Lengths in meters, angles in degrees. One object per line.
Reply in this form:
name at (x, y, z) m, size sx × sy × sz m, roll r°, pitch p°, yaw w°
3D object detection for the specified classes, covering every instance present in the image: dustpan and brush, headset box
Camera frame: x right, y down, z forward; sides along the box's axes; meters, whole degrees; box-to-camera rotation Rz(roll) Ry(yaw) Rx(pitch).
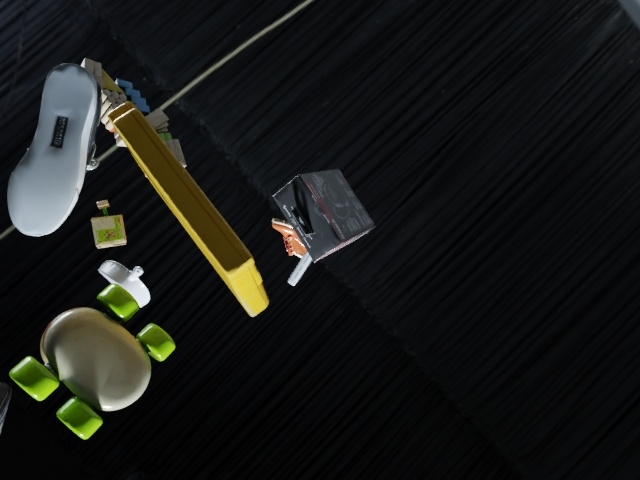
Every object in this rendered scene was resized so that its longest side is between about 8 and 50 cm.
dustpan and brush at (-0.457, 0.093, 1.086) m, size 0.147 × 0.060 × 0.211 m, roll 46°, pitch 157°, yaw -13°
headset box at (0.004, -0.022, 0.368) m, size 0.062 × 0.032 × 0.083 m, roll 57°, pitch -150°, yaw 4°

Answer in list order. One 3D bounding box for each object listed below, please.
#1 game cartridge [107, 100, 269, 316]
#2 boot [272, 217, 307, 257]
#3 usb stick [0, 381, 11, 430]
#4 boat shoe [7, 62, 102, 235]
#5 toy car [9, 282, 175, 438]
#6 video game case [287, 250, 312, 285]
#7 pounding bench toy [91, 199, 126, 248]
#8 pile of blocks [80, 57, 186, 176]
game cartridge at (-0.184, -0.027, 0.701) m, size 0.285 × 0.052 × 0.324 m, roll 51°, pitch 165°, yaw 11°
boot at (-0.083, -0.004, 1.286) m, size 0.157 × 0.085 × 0.059 m, roll 31°, pitch 179°, yaw -29°
usb stick at (-0.567, 0.334, 0.761) m, size 0.045 × 0.278 × 0.077 m, roll 27°, pitch -147°, yaw -13°
boat shoe at (-0.469, -0.158, 0.824) m, size 0.113 × 0.307 × 0.105 m, roll 10°, pitch 180°, yaw -8°
toy car at (-0.328, 0.156, 0.635) m, size 0.188 × 0.155 × 0.149 m, roll -5°, pitch 125°, yaw 49°
video game case at (0.000, 0.000, 1.036) m, size 0.022 × 0.173 × 0.190 m, roll 33°, pitch -158°, yaw 2°
pounding bench toy at (-0.400, -0.031, 0.854) m, size 0.065 × 0.052 × 0.084 m, roll -9°, pitch 91°, yaw 66°
pile of blocks at (-0.532, -0.329, 1.272) m, size 0.112 × 0.149 × 0.362 m, roll -21°, pitch 111°, yaw 44°
